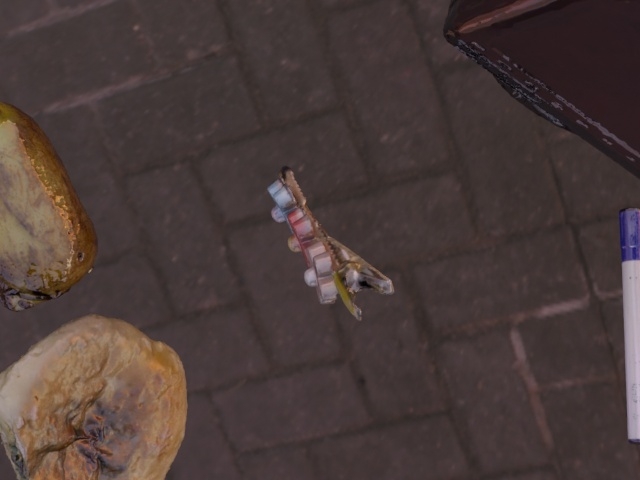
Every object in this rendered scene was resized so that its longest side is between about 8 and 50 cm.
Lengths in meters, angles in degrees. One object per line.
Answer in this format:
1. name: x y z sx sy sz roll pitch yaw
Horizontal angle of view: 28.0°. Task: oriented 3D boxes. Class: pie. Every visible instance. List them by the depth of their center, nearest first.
1. pie: -0.197 0.162 1.140 0.052 0.185 0.218 17 131 45

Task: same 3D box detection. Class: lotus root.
1. lotus root: -0.236 -0.040 1.005 0.108 0.094 0.190 9 123 30

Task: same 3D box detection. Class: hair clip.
1. hair clip: -0.006 0.003 1.149 0.056 0.214 0.062 -29 132 -12

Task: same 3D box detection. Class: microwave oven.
1. microwave oven: 0.226 -0.158 0.809 0.247 0.178 0.188 30 159 -26

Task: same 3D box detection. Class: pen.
1. pen: 0.361 0.097 1.464 0.033 0.033 0.269 -3 79 17
